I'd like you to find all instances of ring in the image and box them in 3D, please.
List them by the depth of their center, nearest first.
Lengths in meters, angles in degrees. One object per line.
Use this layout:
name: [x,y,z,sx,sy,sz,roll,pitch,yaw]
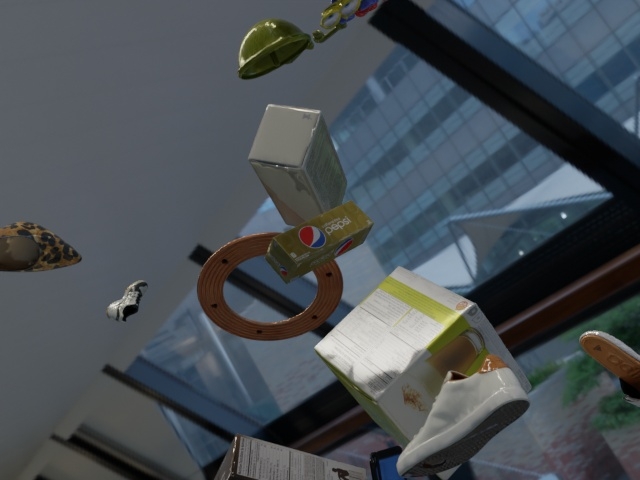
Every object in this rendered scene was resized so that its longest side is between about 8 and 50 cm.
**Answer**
ring: [-0.115,0.108,1.706,0.337,0.032,0.336,-4,-50,-5]

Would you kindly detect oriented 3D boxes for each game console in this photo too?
game console: [0.147,0.506,1.553,0.071,0.122,0.107,-11,-6,4]

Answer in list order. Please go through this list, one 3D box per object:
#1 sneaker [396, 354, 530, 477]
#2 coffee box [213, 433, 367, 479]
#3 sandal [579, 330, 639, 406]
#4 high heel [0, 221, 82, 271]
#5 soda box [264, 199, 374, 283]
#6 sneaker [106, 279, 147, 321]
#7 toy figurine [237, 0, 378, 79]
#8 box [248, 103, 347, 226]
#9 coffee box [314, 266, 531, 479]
sneaker: [0.233,0.306,1.283,0.106,0.123,0.290,20,-54,-38]
coffee box: [-0.069,0.535,1.537,0.118,0.297,0.168,-92,23,-59]
sandal: [0.615,0.280,1.440,0.076,0.265,0.102,-53,-9,-33]
high heel: [-0.520,0.039,1.189,0.261,0.186,0.093,13,-67,-23]
soda box: [0.000,0.000,1.205,0.181,0.061,0.058,-27,-25,-38]
sneaker: [-0.289,0.096,1.135,0.083,0.037,0.031,-52,-35,-36]
toy figurine: [-0.009,-0.409,1.050,0.363,0.217,0.191,-24,13,34]
box: [-0.040,-0.149,1.606,0.311,0.121,0.147,64,-140,-62]
coffee box: [0.254,0.328,1.878,0.334,0.337,0.338,-43,28,-10]
